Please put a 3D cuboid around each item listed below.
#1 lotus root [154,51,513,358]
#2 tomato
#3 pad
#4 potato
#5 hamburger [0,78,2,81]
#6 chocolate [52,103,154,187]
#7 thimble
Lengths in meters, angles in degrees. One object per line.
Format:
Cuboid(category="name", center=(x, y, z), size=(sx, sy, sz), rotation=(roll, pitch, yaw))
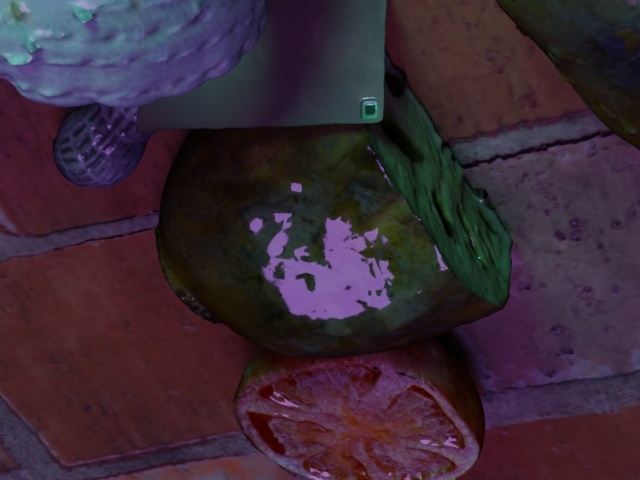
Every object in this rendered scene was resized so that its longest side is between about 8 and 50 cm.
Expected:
Cuboid(category="lotus root", center=(-0.017, -0.004, 1.317), size=(0.260, 0.149, 0.267), rotation=(-19, 128, 25))
Cuboid(category="tomato", center=(0.041, 0.140, 1.493), size=(0.236, 0.095, 0.237), rotation=(8, 143, 6))
Cuboid(category="pad", center=(-0.043, -0.134, 1.205), size=(0.187, 0.113, 0.006), rotation=(-2, 158, 11))
Cuboid(category="potato", center=(0.223, -0.181, 1.070), size=(0.307, 0.173, 0.210), rotation=(35, 140, -28))
Cuboid(category="hamburger", center=(-0.294, -0.184, 1.166), size=(0.175, 0.137, 0.175), rotation=(4, 142, 3))
Cuboid(category="chocolate", center=(-0.158, -0.098, 1.288), size=(0.072, 0.072, 0.167), rotation=(30, 130, -23))
Cuboid(category="thimble", center=(-0.131, -0.207, 1.043), size=(0.205, 0.250, 0.172), rotation=(35, 141, 19))
